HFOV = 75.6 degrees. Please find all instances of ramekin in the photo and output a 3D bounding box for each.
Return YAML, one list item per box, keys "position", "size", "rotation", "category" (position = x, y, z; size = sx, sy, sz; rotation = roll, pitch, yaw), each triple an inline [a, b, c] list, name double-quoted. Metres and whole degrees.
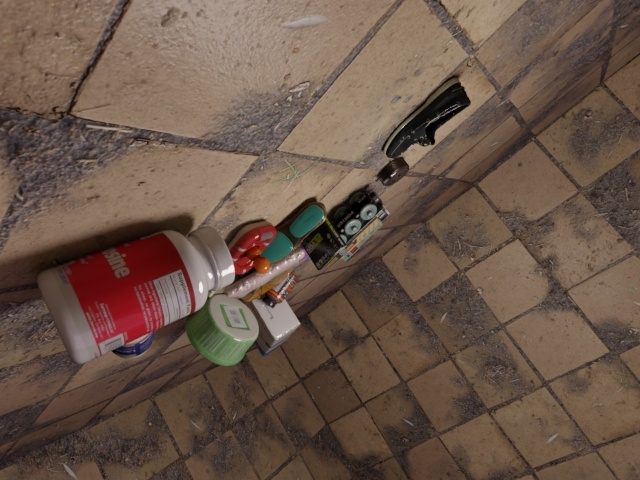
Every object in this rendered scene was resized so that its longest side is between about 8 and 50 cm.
- position: [-0.417, 0.378, 1.805]
  size: [0.148, 0.303, 0.303]
  rotation: [-47, 162, 18]
  category: "ramekin"

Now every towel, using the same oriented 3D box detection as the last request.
- position: [-0.223, 0.140, 1.699]
  size: [0.332, 0.053, 0.317]
  rotation: [-31, 176, -9]
  category: "towel"

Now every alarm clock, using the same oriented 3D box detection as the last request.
- position: [0.315, -0.282, 1.711]
  size: [0.192, 0.064, 0.129]
  rotation: [-21, 161, -50]
  category: "alarm clock"

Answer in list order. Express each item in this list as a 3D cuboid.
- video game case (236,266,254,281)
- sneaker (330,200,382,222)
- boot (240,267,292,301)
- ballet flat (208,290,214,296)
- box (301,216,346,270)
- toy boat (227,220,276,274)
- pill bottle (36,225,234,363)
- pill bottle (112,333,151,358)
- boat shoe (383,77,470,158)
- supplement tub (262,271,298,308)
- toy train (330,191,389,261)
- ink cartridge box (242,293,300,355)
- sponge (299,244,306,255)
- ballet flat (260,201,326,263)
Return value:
- position: [-0.217, 0.084, 1.715]
  size: [0.275, 0.035, 0.248]
  rotation: [-28, 173, -19]
  category: "video game case"
- position: [0.148, -0.095, 1.865]
  size: [0.281, 0.106, 0.163]
  rotation: [-41, 161, 27]
  category: "sneaker"
- position: [-0.259, 0.191, 1.958]
  size: [0.295, 0.104, 0.211]
  rotation: [-34, 174, -5]
  category: "boot"
- position: [-0.441, 0.178, 1.506]
  size: [0.247, 0.087, 0.083]
  rotation: [-21, 161, -41]
  category: "ballet flat"
- position: [0.000, 0.000, 1.690]
  size: [0.045, 0.184, 0.190]
  rotation: [-22, 162, -43]
  category: "box"
- position: [-0.229, 0.049, 1.419]
  size: [0.151, 0.151, 0.231]
  rotation: [-16, 157, -49]
  category: "toy boat"
- position: [-0.433, 0.109, 1.021]
  size: [0.408, 0.229, 0.229]
  rotation: [-24, 163, -34]
  category: "pill bottle"
- position: [-0.626, 0.297, 1.358]
  size: [0.153, 0.153, 0.264]
  rotation: [-25, 163, -31]
  category: "pill bottle"
- position: [0.357, -0.375, 1.388]
  size: [0.340, 0.113, 0.127]
  rotation: [-42, 164, 29]
  category: "boat shoe"
- position: [-0.205, 0.242, 2.066]
  size: [0.198, 0.106, 0.106]
  rotation: [-53, 169, -13]
  category: "supplement tub"
- position: [0.145, -0.059, 1.765]
  size: [0.334, 0.142, 0.190]
  rotation: [-45, 135, 9]
  category: "toy train"
- position: [-0.289, 0.430, 2.243]
  size: [0.166, 0.285, 0.395]
  rotation: [-28, 165, -28]
  category: "ink cartridge box"
- position: [-0.061, 0.039, 1.985]
  size: [0.117, 0.031, 0.210]
  rotation: [-23, 162, -35]
  category: "sponge"
- position: [-0.114, -0.028, 1.554]
  size: [0.342, 0.116, 0.124]
  rotation: [-41, -176, 12]
  category: "ballet flat"
